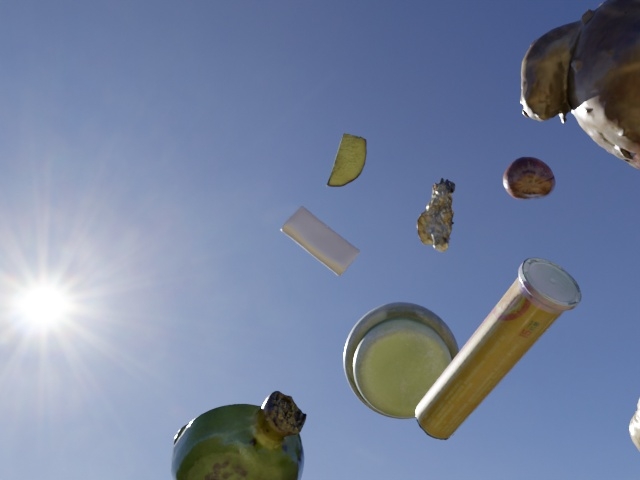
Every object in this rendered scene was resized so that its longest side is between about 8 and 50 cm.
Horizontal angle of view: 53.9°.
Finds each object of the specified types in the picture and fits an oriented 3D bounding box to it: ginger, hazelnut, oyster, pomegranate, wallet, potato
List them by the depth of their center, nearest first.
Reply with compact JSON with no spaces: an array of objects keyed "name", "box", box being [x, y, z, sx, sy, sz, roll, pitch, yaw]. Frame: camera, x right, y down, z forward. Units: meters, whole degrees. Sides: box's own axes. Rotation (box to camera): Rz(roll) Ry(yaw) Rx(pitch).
[{"name":"ginger","box":[0.365,-0.171,0.555,0.375,0.256,0.176,-11,-14,30]},{"name":"pomegranate","box":[-0.081,0.236,0.667,0.143,0.122,0.169,31,-39,-27]},{"name":"wallet","box":[0.000,0.000,1.003,0.122,0.061,0.025,38,-32,6]},{"name":"hazelnut","box":[0.354,-0.105,1.072,0.086,0.086,0.086,-5,-41,-5]},{"name":"oyster","box":[0.271,-0.053,1.463,0.081,0.191,0.163,4,-54,-9]},{"name":"potato","box":[0.073,-0.199,1.680,0.081,0.149,0.120,18,-2,0]}]

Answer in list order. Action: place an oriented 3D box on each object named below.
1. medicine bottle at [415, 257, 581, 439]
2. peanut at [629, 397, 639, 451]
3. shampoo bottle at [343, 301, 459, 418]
[{"name":"medicine bottle","box":[0.303,0.217,1.150,0.108,0.108,0.426,9,-50,-20]},{"name":"peanut","box":[0.804,0.342,1.340,0.169,0.192,0.387,-3,-41,-22]},{"name":"shampoo bottle","box":[0.227,0.333,1.780,0.322,0.323,0.317,-13,1,4]}]
